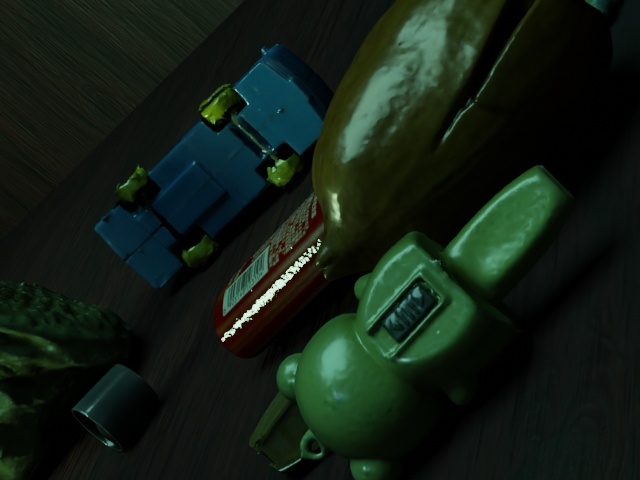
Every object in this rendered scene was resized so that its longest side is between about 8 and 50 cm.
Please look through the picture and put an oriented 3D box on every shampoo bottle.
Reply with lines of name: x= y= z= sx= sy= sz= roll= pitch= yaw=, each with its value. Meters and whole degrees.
shampoo bottle: x=0.000 y=0.001 z=1.402 sx=0.314 sy=0.076 sz=0.118 roll=-45 pitch=13 yaw=41

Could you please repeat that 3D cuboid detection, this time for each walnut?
walnut: x=0.107 y=-0.098 z=1.193 sx=0.336 sy=0.209 sz=0.209 roll=-51 pitch=16 yaw=-8

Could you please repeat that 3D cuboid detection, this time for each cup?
cup: x=-0.242 y=0.203 z=1.682 sx=0.077 sy=0.078 sz=0.100 roll=-51 pitch=-15 yaw=-22

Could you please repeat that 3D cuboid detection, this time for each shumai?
shumai: x=-0.467 y=0.217 z=1.904 sx=0.324 sy=0.397 sz=0.324 roll=-3 pitch=-78 yaw=-87

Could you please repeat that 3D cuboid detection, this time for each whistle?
whistle: x=0.081 y=0.063 z=1.053 sx=0.288 sy=0.131 sz=0.106 roll=-48 pitch=-26 yaw=10

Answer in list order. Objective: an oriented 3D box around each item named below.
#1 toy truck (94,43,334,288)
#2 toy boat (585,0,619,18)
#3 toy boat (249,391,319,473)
toy truck: x=-0.140 y=-0.105 z=1.928 sx=0.385 sy=0.161 sz=0.162 roll=-42 pitch=9 yaw=28
toy boat: x=0.183 y=-0.209 z=1.438 sx=0.276 sy=0.084 sz=0.111 roll=-31 pitch=23 yaw=50
toy boat: x=0.013 y=0.122 z=1.199 sx=0.206 sy=0.064 sz=0.072 roll=-44 pitch=3 yaw=20
